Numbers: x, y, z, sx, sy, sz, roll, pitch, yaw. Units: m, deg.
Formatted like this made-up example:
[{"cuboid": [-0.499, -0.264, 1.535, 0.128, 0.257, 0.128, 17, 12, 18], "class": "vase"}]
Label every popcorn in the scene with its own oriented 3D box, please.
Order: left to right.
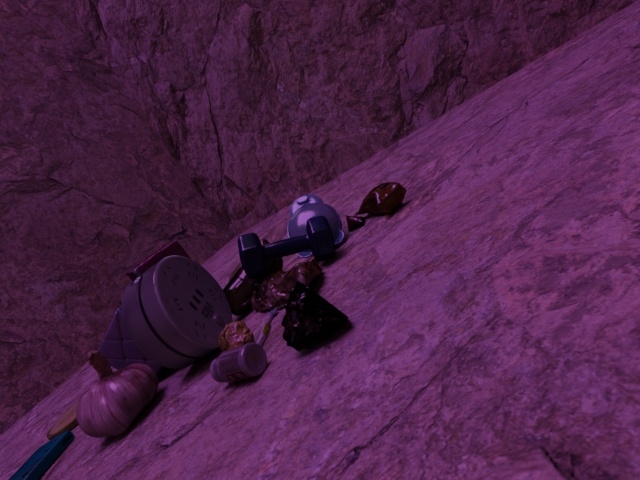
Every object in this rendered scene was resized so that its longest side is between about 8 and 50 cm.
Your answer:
[{"cuboid": [-0.238, 0.277, 1.279, 0.096, 0.109, 0.089, -3, -40, -28], "class": "popcorn"}]

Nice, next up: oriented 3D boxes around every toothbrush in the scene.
[{"cuboid": [-0.161, 0.260, 1.306, 0.026, 0.022, 0.263, -43, 8, 20], "class": "toothbrush"}]

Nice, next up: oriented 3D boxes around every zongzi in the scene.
[{"cuboid": [-0.244, 0.164, 1.757, 0.286, 0.138, 0.300, -53, -9, -11], "class": "zongzi"}, {"cuboid": [0.147, -0.075, 1.751, 0.083, 0.067, 0.073, -1, 19, 37], "class": "zongzi"}]

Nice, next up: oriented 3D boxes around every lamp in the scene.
[{"cuboid": [-0.030, -0.066, 1.750, 0.209, 0.147, 0.284, -22, 37, 1], "class": "lamp"}]

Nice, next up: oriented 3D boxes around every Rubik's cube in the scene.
[{"cuboid": [-0.605, 0.329, 1.609, 0.221, 0.231, 0.225, -57, 3, 20], "class": "Rubik's cube"}]

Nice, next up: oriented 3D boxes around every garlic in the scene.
[{"cuboid": [-0.623, 0.433, 1.358, 0.244, 0.253, 0.245, -24, 16, 7], "class": "garlic"}]

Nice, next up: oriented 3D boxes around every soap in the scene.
[{"cuboid": [-0.601, 0.208, 1.913, 0.233, 0.360, 0.128, -42, 17, -30], "class": "soap"}]

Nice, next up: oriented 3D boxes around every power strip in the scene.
[{"cuboid": [-0.455, 0.216, 1.463, 0.161, 0.358, 0.357, -33, 11, 18], "class": "power strip"}]

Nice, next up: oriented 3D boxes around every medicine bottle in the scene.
[{"cuboid": [-0.202, 0.301, 1.109, 0.140, 0.079, 0.079, -26, 14, 35], "class": "medicine bottle"}]

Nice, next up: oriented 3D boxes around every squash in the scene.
[{"cuboid": [-0.970, 0.689, 1.798, 0.219, 0.041, 0.219, -34, 12, 8], "class": "squash"}]

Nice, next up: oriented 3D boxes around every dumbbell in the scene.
[{"cuboid": [-0.115, 0.024, 1.557, 0.324, 0.144, 0.160, -15, -19, -7], "class": "dumbbell"}]

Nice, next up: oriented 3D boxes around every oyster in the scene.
[{"cuboid": [-0.096, 0.122, 1.481, 0.204, 0.111, 0.396, -40, 8, -37], "class": "oyster"}]

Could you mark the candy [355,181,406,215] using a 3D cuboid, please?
[{"cuboid": [0.220, -0.151, 1.714, 0.143, 0.101, 0.271, -40, 7, -13], "class": "candy"}]

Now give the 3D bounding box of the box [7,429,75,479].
[{"cuboid": [-0.933, 0.738, 1.492, 0.160, 0.042, 0.226, -33, 12, 14], "class": "box"}]

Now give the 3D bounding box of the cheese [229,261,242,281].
[{"cuboid": [-0.300, 0.139, 1.906, 0.202, 0.091, 0.175, -45, -12, 9], "class": "cheese"}]

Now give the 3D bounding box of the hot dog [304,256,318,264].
[{"cuboid": [-0.046, 0.091, 1.636, 0.090, 0.030, 0.034, -32, 13, 16], "class": "hot dog"}]

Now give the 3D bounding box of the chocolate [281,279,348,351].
[{"cuboid": [-0.029, 0.185, 1.027, 0.133, 0.156, 0.156, -56, 14, -6], "class": "chocolate"}]
